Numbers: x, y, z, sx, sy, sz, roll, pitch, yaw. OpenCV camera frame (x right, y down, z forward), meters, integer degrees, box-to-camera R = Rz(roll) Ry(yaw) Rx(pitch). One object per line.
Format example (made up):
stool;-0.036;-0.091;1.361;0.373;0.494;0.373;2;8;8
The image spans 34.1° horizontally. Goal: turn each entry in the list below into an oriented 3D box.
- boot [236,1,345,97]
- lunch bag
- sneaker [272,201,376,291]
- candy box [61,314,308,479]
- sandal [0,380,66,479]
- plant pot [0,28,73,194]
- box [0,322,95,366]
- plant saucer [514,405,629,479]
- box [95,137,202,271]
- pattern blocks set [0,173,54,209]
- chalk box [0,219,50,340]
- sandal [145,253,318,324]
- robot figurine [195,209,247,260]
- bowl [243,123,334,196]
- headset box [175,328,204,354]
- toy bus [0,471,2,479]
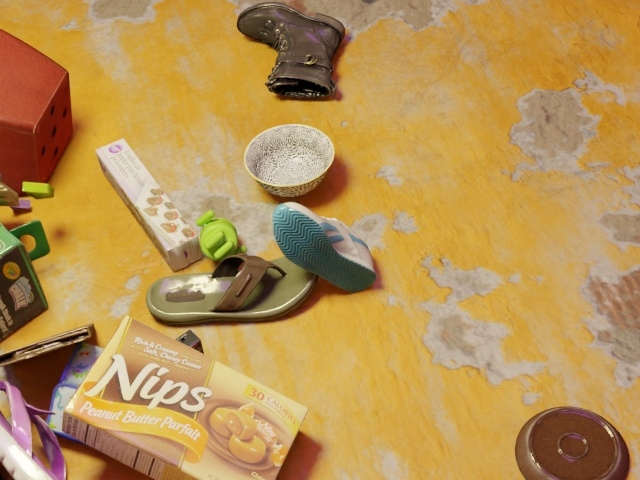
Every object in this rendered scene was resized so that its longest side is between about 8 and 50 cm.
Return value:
boot;-0.076;-0.395;2.199;0.263;0.091;0.229;9;49;10
lunch bag;-0.348;0.251;1.643;0.129;0.096;0.151;14;63;15
sneaker;0.000;0.000;1.768;0.087;0.229;0.092;-35;39;22
candy box;-0.199;0.266;1.548;0.316;0.087;0.183;26;53;2
sandal;-0.428;0.304;1.555;0.102;0.169;0.416;-38;67;-19
plant pot;-0.623;-0.239;2.013;0.236;0.267;0.267;14;50;2
box;-0.446;0.170;1.673;0.164;0.201;0.021;-18;91;-10
plant saucer;0.376;0.313;1.554;0.168;0.029;0.168;-2;48;3
box;-0.323;-0.071;1.946;0.063;0.067;0.324;-27;52;-18
pattern blocks set;-0.618;-0.083;1.846;0.285;0.325;0.026;-1;82;6
chalk box;-0.598;0.061;1.778;0.179;0.180;0.289;34;58;30
sandal;-0.150;0.076;1.779;0.303;0.086;0.120;-10;48;-4
robot figurine;-0.180;-0.003;1.850;0.067;0.101;0.115;-44;12;4
bowl;-0.055;-0.135;1.967;0.170;0.080;0.170;-3;48;3
headset box;-0.222;0.188;1.688;0.062;0.083;0.032;-35;54;-23
toy bus;-0.587;0.290;1.549;0.149;0.220;0.211;-26;44;-11
